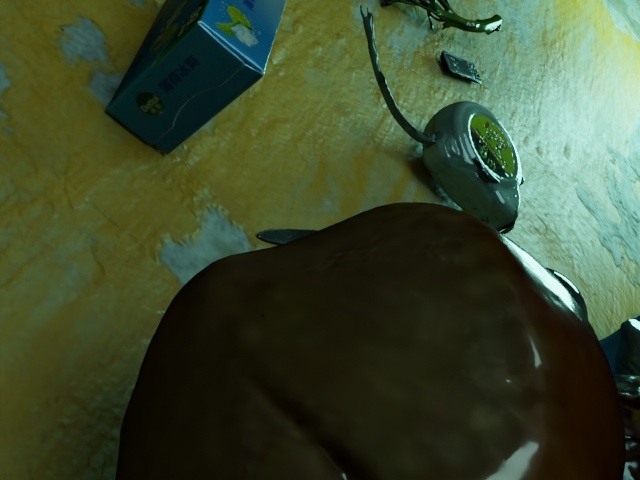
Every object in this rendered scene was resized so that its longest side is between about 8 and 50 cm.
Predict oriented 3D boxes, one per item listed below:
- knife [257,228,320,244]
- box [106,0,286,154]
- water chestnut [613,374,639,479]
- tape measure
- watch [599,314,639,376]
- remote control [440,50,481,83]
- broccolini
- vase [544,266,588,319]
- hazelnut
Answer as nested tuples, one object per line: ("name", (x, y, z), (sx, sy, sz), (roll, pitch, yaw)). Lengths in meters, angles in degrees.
("knife", (0.000, 0.000, 0.863), (0.170, 0.010, 0.023), (5, 61, -45))
("box", (-0.102, -0.190, 0.776), (0.073, 0.139, 0.194), (38, 40, -24))
("water chestnut", (0.321, 0.260, 0.814), (0.300, 0.300, 0.300), (29, 45, -33))
("tape measure", (0.139, -0.160, 1.073), (0.330, 0.084, 0.164), (47, 36, -16))
("watch", (0.455, 0.186, 1.096), (0.305, 0.241, 0.274), (49, 20, -13))
("remote control", (0.212, -0.261, 1.292), (0.096, 0.014, 0.039), (4, 61, -49))
("broccolini", (0.183, -0.381, 1.308), (0.271, 0.062, 0.123), (7, 74, -40))
("vase", (0.224, 0.105, 0.967), (0.183, 0.120, 0.120), (-33, 91, -38))
("hazelnut", (0.042, 0.161, 0.541), (0.372, 0.315, 0.372), (1, 88, -41))
